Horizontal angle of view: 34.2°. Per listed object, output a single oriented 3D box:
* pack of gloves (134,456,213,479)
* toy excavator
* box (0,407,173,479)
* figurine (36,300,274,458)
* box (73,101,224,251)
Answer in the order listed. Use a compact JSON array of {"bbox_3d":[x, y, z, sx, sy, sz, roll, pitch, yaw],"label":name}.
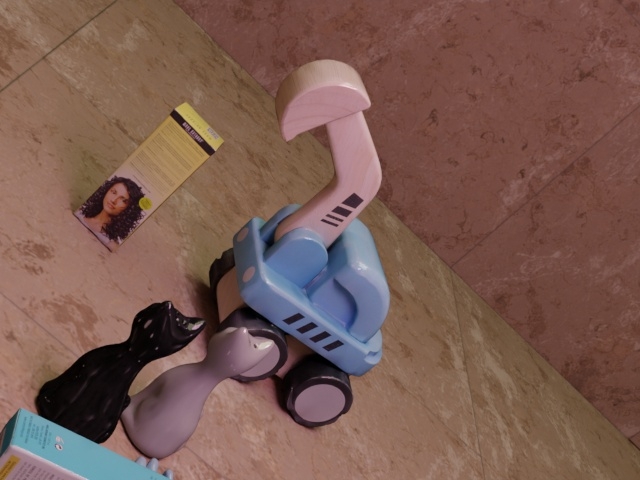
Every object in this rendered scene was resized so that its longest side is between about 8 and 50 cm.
[{"bbox_3d":[-0.159,0.348,1.159,0.195,0.046,0.232,27,23,-15],"label":"pack of gloves"},{"bbox_3d":[0.000,0.000,1.564,0.433,0.445,0.222,38,20,-28],"label":"toy excavator"},{"bbox_3d":[-0.216,0.265,1.027,0.244,0.100,0.060,32,21,-21],"label":"box"},{"bbox_3d":[-0.179,0.156,1.210,0.215,0.209,0.092,24,30,-52],"label":"figurine"},{"bbox_3d":[-0.252,-0.091,1.524,0.087,0.232,0.058,45,18,-6],"label":"box"}]
